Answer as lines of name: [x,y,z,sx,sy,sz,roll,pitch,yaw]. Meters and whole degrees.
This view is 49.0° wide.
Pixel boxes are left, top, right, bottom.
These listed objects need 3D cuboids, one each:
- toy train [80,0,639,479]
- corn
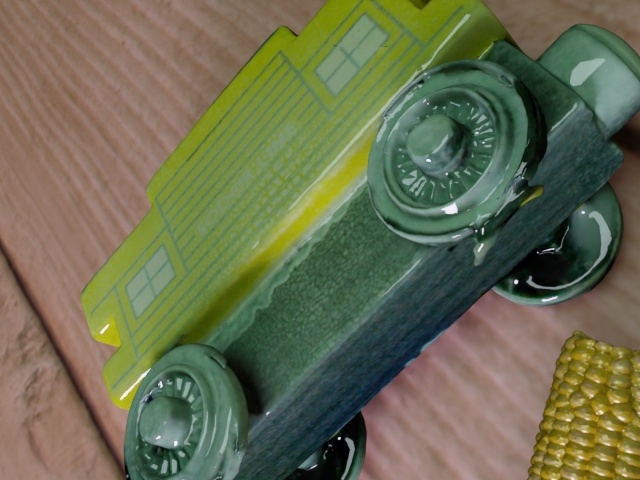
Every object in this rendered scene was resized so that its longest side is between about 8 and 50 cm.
toy train: [0.000,0.000,0.501,0.442,0.179,0.272,-46,48,15]
corn: [0.146,0.179,0.388,0.081,0.081,0.249,9,80,36]
